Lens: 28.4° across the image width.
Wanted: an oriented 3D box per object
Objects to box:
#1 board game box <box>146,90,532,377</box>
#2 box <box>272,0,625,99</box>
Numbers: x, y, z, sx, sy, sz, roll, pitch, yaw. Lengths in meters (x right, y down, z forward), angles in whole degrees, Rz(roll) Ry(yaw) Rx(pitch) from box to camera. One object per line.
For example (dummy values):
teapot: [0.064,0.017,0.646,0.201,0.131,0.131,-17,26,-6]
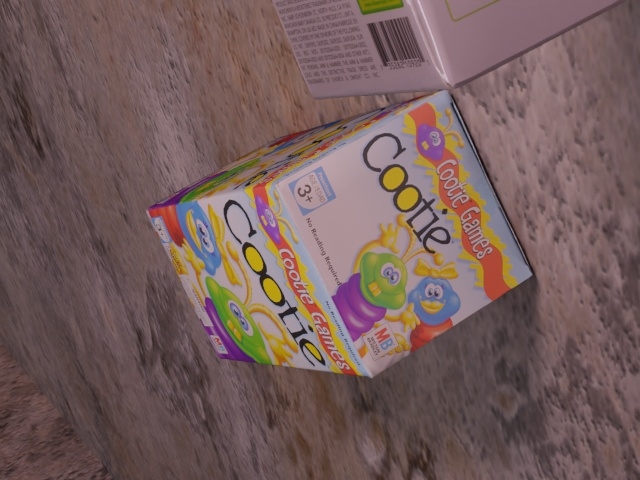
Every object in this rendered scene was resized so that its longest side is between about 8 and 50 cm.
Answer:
board game box: [0.000,0.000,0.929,0.144,0.142,0.275,64,157,-9]
box: [0.084,-0.145,0.516,0.114,0.203,0.103,9,125,63]
